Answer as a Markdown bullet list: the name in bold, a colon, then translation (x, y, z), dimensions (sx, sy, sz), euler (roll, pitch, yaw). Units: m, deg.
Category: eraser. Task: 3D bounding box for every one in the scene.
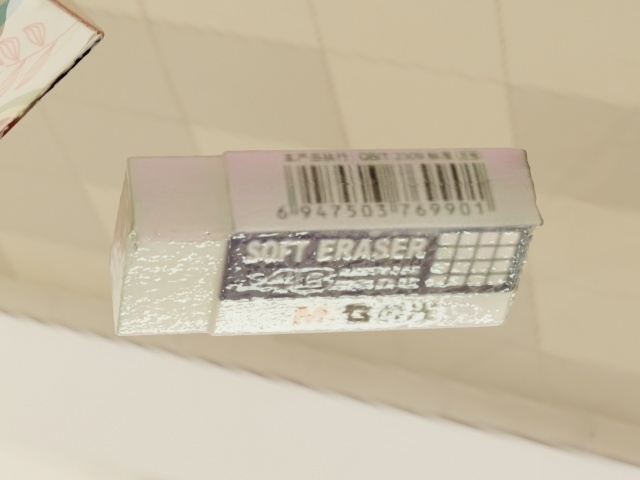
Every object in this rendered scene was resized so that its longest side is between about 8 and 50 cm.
- **eraser**: translation (0.000, 0.000, 1.292), dimensions (0.287, 0.086, 0.130), euler (-1, 143, -13)

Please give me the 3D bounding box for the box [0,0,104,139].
- **box**: translation (-0.336, -0.076, 1.067), dimensions (0.122, 0.344, 0.385), euler (47, -176, 10)
